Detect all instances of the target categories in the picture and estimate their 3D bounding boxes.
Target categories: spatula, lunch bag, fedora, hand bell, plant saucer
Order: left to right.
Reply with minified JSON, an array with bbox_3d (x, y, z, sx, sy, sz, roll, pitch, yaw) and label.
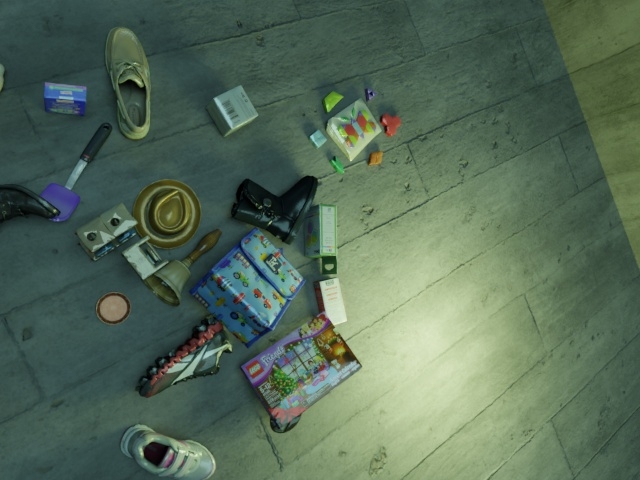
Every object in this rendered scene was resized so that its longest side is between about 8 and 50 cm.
[{"bbox_3d":[-0.612,-0.181,1.260,0.084,0.030,0.296,31,71,-18],"label":"spatula"},{"bbox_3d":[-0.531,0.174,1.273,0.083,0.013,0.083,4,82,-28],"label":"plant saucer"},{"bbox_3d":[-0.403,-0.076,1.331,0.194,0.079,0.194,4,82,-27],"label":"fedora"},{"bbox_3d":[-0.351,0.048,1.346,0.126,0.126,0.242,49,54,-15],"label":"hand bell"},{"bbox_3d":[-0.178,0.111,1.389,0.221,0.138,0.293,45,39,-6],"label":"lunch bag"}]

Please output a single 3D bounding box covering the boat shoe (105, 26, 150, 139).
[{"bbox_3d":[-0.499,-0.425,1.308,0.109,0.098,0.302,-5,87,-28],"label":"boat shoe"}]

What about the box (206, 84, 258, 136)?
[{"bbox_3d":[-0.256,-0.373,1.436,0.102,0.087,0.101,-36,101,-27],"label":"box"}]

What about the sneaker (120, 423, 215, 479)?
[{"bbox_3d":[-0.377,0.553,1.254,0.252,0.111,0.103,28,72,-22],"label":"sneaker"}]

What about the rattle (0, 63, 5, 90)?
[{"bbox_3d":[-0.807,-0.360,1.123,0.130,0.142,0.200,44,59,-37],"label":"rattle"}]

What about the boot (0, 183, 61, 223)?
[{"bbox_3d":[-0.756,-0.025,1.127,0.263,0.091,0.229,19,76,-2],"label":"boot"}]

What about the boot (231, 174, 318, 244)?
[{"bbox_3d":[-0.134,-0.133,1.468,0.207,0.094,0.246,30,66,-18],"label":"boot"}]

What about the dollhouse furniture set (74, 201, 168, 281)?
[{"bbox_3d":[-0.491,0.029,1.229,0.129,0.129,0.184,-39,93,-25],"label":"dollhouse furniture set"}]

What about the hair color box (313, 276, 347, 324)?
[{"bbox_3d":[0.031,0.190,1.547,0.072,0.043,0.141,-11,90,-28],"label":"hair color box"}]

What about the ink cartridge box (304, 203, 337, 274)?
[{"bbox_3d":[0.000,0.000,1.516,0.062,0.109,0.209,1,84,-27],"label":"ink cartridge box"}]

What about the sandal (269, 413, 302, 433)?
[{"bbox_3d":[-0.091,0.450,1.448,0.090,0.060,0.219,13,62,-6],"label":"sandal"}]

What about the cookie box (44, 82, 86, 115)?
[{"bbox_3d":[-0.630,-0.347,1.227,0.092,0.107,0.040,-1,85,-28],"label":"cookie box"}]

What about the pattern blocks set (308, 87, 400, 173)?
[{"bbox_3d":[0.116,-0.376,1.666,0.285,0.026,0.325,41,68,-18],"label":"pattern blocks set"}]

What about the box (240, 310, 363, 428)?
[{"bbox_3d":[-0.053,0.366,1.423,0.293,0.057,0.201,-32,76,-21],"label":"box"}]

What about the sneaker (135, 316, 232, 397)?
[{"bbox_3d":[-0.344,0.327,1.305,0.276,0.097,0.135,-40,100,-27],"label":"sneaker"}]
